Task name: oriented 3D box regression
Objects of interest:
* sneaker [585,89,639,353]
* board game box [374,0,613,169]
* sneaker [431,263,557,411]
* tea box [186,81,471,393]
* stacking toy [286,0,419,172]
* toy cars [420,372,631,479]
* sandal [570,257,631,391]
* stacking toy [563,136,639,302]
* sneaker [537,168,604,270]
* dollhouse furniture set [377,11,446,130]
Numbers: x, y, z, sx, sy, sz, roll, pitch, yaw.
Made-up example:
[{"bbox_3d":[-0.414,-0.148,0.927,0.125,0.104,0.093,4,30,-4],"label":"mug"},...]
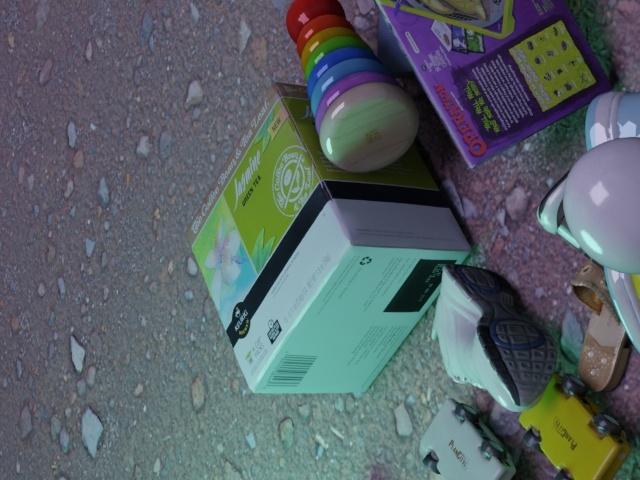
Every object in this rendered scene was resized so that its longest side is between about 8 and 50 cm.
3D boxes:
[{"bbox_3d":[0.418,-0.022,1.574,0.208,0.127,0.319,-10,94,34],"label":"sneaker"},{"bbox_3d":[0.195,-0.289,1.824,0.347,0.208,0.056,62,178,2],"label":"board game box"},{"bbox_3d":[0.221,0.145,1.879,0.297,0.111,0.129,-111,35,-63],"label":"sneaker"},{"bbox_3d":[0.000,0.000,2.118,0.329,0.220,0.324,-57,44,35],"label":"tea box"},{"bbox_3d":[0.023,-0.244,2.043,0.141,0.141,0.330,-61,34,29],"label":"stacking toy"},{"bbox_3d":[0.268,0.271,1.840,0.393,0.087,0.177,-24,47,53],"label":"toy cars"},{"bbox_3d":[0.343,0.069,1.767,0.088,0.079,0.240,16,98,53],"label":"sandal"},{"bbox_3d":[0.404,0.011,1.328,0.350,0.479,0.351,-33,45,42],"label":"stacking toy"},{"bbox_3d":[0.404,-0.077,1.711,0.162,0.106,0.281,45,106,10],"label":"sneaker"},{"bbox_3d":[0.108,-0.290,2.031,0.303,0.198,0.287,5,90,54],"label":"dollhouse furniture set"}]
